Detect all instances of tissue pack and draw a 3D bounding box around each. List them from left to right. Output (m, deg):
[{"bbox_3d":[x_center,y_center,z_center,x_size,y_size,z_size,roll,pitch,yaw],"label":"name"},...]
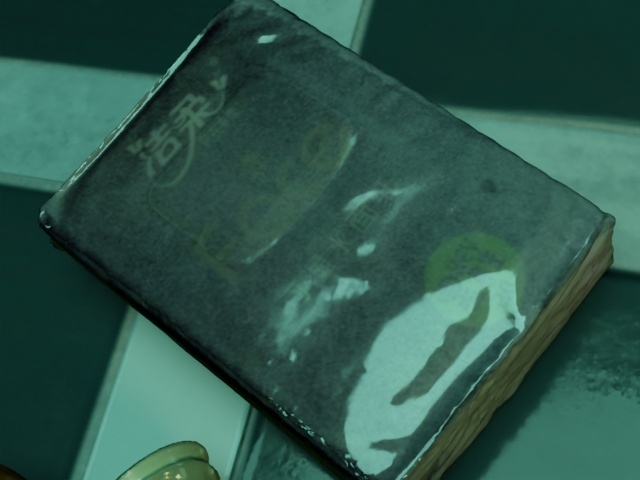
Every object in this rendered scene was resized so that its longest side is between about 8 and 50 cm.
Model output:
[{"bbox_3d":[0.000,0.000,0.969,0.394,0.124,0.288,36,77,24],"label":"tissue pack"}]

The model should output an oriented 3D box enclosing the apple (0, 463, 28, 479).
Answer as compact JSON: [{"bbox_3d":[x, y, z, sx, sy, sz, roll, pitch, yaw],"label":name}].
[{"bbox_3d":[-0.278,0.247,0.890,0.195,0.173,0.160,-11,66,3],"label":"apple"}]

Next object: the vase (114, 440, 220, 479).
[{"bbox_3d":[-0.031,0.290,0.831,0.173,0.173,0.321,-43,58,-9],"label":"vase"}]
